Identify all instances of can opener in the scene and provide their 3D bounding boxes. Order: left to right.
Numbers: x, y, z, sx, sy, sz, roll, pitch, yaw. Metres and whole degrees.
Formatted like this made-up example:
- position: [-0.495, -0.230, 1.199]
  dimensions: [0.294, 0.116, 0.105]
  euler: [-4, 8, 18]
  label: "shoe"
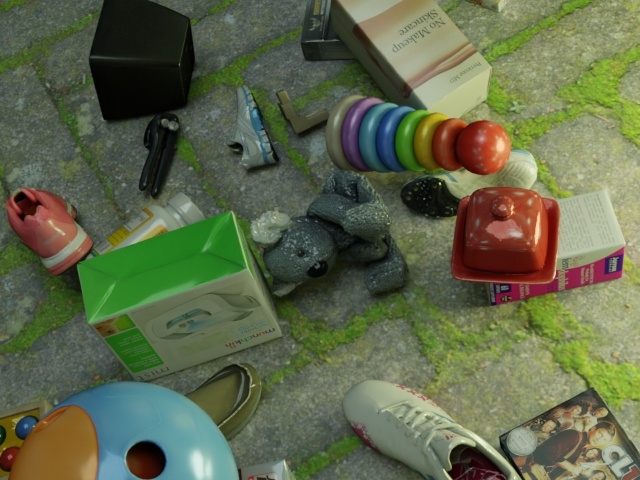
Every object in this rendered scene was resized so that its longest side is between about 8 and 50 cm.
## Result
- position: [-0.306, -0.165, 2.028]
  dimensions: [0.059, 0.073, 0.186]
  euler: [17, 58, -22]
  label: "can opener"

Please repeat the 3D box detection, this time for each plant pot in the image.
- position: [-0.340, -0.355, 2.083]
  dimensions: [0.167, 0.187, 0.188]
  euler: [5, 58, 3]
  label: "plant pot"

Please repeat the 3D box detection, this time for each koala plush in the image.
- position: [0.000, 0.000, 1.774]
  dimensions: [0.221, 0.196, 0.203]
  euler: [-26, 44, -3]
  label: "koala plush"

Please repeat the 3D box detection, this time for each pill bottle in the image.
- position: [-0.300, 0.011, 1.867]
  dimensions: [0.208, 0.117, 0.117]
  euler: [-41, 58, -13]
  label: "pill bottle"

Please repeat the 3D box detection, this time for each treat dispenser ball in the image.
- position: [-0.244, 0.320, 1.329]
  dimensions: [0.288, 0.288, 0.288]
  euler: [-6, 57, 9]
  label: "treat dispenser ball"

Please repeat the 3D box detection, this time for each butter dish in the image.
- position: [0.278, -0.025, 1.618]
  dimensions: [0.160, 0.118, 0.159]
  euler: [3, 59, 15]
  label: "butter dish"

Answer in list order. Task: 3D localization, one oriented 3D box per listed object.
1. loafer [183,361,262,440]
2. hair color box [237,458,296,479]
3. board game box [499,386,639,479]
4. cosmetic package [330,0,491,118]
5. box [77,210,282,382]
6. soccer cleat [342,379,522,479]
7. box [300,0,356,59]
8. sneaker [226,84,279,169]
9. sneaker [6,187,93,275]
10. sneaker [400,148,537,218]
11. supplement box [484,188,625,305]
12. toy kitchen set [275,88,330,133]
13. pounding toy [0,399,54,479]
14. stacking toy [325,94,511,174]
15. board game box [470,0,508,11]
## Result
- position: [-0.195, 0.284, 1.684]
  dimensions: [0.094, 0.087, 0.251]
  euler: [36, 72, 30]
  label: "loafer"
- position: [-0.204, 0.431, 1.533]
  dimensions: [0.375, 0.185, 0.113]
  euler: [-13, 57, 5]
  label: "hair color box"
- position: [0.389, 0.350, 1.532]
  dimensions: [0.165, 0.042, 0.243]
  euler: [-27, 56, -5]
  label: "board game box"
- position: [0.161, -0.352, 1.943]
  dimensions: [0.153, 0.129, 0.296]
  euler: [-35, 72, -9]
  label: "cosmetic package"
- position: [-0.222, 0.096, 1.726]
  dimensions: [0.262, 0.231, 0.126]
  euler: [-18, 55, 1]
  label: "box"
- position: [0.164, 0.289, 1.563]
  dimensions: [0.331, 0.143, 0.116]
  euler: [32, 70, 29]
  label: "soccer cleat"
- position: [0.065, -0.465, 2.123]
  dimensions: [0.183, 0.056, 0.231]
  euler: [-1, 58, 13]
  label: "box"
- position: [-0.144, -0.212, 2.006]
  dimensions: [0.083, 0.071, 0.190]
  euler: [-23, 55, 5]
  label: "sneaker"
- position: [-0.504, -0.054, 1.903]
  dimensions: [0.116, 0.136, 0.314]
  euler: [-41, 33, -12]
  label: "sneaker"
- position: [0.255, -0.100, 1.841]
  dimensions: [0.237, 0.085, 0.086]
  euler: [-13, 24, 12]
  label: "sneaker"
- position: [0.365, 0.012, 1.713]
  dimensions: [0.220, 0.111, 0.113]
  euler: [-14, 56, 5]
  label: "supplement box"
- position: [-0.037, -0.256, 2.010]
  dimensions: [0.075, 0.083, 0.068]
  euler: [-26, 14, -4]
  label: "toy kitchen set"
- position: [-0.440, 0.351, 1.696]
  dimensions: [0.206, 0.094, 0.181]
  euler: [-16, 56, 3]
  label: "pounding toy"
- position: [0.169, -0.169, 1.801]
  dimensions: [0.330, 0.141, 0.141]
  euler: [11, 59, 42]
  label: "stacking toy"
- position: [0.316, -0.520, 2.117]
  dimensions: [0.154, 0.026, 0.103]
  euler: [28, 67, 27]
  label: "board game box"
